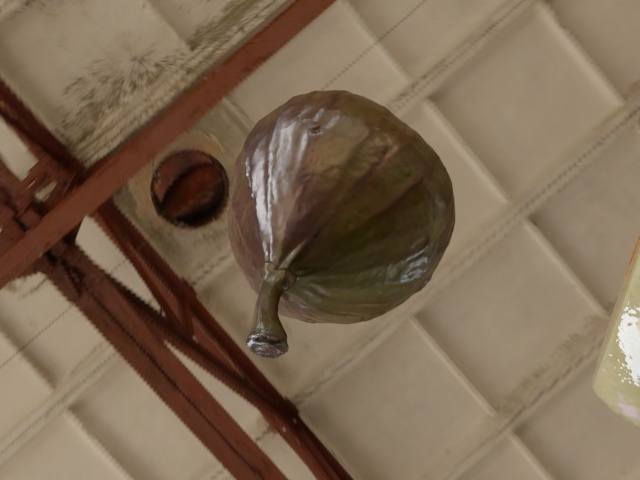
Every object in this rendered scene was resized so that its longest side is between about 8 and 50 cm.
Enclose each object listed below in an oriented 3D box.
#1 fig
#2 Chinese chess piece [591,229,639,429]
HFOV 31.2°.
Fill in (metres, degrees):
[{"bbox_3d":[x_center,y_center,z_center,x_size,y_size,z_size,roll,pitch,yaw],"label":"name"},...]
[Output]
[{"bbox_3d":[0.000,0.000,0.985,0.217,0.321,0.217,6,-66,13],"label":"fig"},{"bbox_3d":[0.254,0.007,0.741,0.097,0.251,0.251,18,-84,15],"label":"Chinese chess piece"}]
